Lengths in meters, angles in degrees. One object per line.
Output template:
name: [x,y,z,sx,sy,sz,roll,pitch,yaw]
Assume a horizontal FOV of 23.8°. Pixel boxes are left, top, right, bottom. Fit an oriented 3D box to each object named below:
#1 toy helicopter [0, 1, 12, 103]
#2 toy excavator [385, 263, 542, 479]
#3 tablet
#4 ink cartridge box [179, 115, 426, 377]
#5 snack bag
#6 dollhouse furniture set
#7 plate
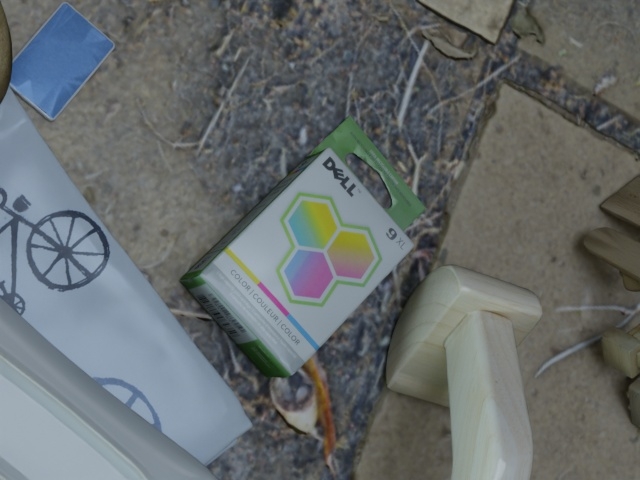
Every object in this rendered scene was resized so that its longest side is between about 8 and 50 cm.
toy helicopter: [-0.392,-0.113,1.047,0.355,0.140,0.235,-6,83,-10]
toy excavator: [0.097,0.287,1.128,0.222,0.433,0.445,20,105,-19]
tablet: [-0.204,-0.140,1.185,0.054,0.006,0.083,41,70,-13]
ink cartridge box: [0.000,0.000,1.224,0.209,0.062,0.109,-45,101,-21]
snack bag: [-0.267,0.101,1.117,0.323,0.037,0.342,-38,96,-22]
dollhouse furniture set: [0.293,0.056,1.361,0.144,0.123,0.151,-35,133,-22]
plate: [-0.244,0.197,1.067,0.278,0.045,0.277,41,70,-10]
